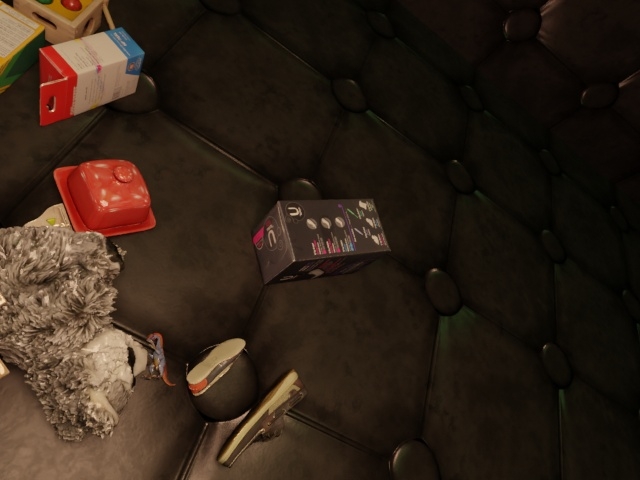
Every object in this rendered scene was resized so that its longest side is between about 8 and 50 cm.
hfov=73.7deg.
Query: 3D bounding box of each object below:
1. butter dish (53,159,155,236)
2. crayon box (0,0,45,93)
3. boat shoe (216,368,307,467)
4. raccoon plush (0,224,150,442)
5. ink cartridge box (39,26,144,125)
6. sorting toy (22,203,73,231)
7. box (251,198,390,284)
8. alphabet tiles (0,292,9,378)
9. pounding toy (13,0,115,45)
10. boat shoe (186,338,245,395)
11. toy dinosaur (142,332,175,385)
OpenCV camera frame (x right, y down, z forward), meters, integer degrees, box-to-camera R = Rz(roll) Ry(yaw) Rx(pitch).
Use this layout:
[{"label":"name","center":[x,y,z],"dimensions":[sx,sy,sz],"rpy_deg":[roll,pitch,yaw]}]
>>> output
[{"label":"butter dish","center":[-0.398,-0.101,0.824],"dimensions":[0.160,0.118,0.160],"rpy_deg":[-15,75,-49]},{"label":"crayon box","center":[-0.706,-0.344,0.789],"dimensions":[0.203,0.083,0.323],"rpy_deg":[29,53,-17]},{"label":"boat shoe","center":[-0.101,0.345,0.819],"dimensions":[0.073,0.080,0.223],"rpy_deg":[45,46,2]},{"label":"raccoon plush","center":[-0.474,0.146,0.613],"dimensions":[0.445,0.216,0.300],"rpy_deg":[6,68,-28]},{"label":"ink cartridge box","center":[-0.494,-0.341,0.888],"dimensions":[0.078,0.134,0.231],"rpy_deg":[49,50,-3]},{"label":"sorting toy","center":[-0.496,-0.014,0.781],"dimensions":[0.075,0.045,0.083],"rpy_deg":[-21,80,-30]},{"label":"box","center":[0.000,0.000,1.005],"dimensions":[0.270,0.165,0.144],"rpy_deg":[-5,69,-34]},{"label":"alphabet tiles","center":[-0.490,0.095,0.492],"dimensions":[0.198,0.009,0.237],"rpy_deg":[-36,93,-34]},{"label":"pounding toy","center":[-0.548,-0.537,0.981],"dimensions":[0.180,0.094,0.206],"rpy_deg":[27,55,-18]},{"label":"boat shoe","center":[-0.199,0.244,0.834],"dimensions":[0.137,0.049,0.043],"rpy_deg":[-38,131,-42]},{"label":"toy dinosaur","center":[-0.305,0.217,0.796],"dimensions":[0.090,0.047,0.082],"rpy_deg":[54,31,-42]}]
